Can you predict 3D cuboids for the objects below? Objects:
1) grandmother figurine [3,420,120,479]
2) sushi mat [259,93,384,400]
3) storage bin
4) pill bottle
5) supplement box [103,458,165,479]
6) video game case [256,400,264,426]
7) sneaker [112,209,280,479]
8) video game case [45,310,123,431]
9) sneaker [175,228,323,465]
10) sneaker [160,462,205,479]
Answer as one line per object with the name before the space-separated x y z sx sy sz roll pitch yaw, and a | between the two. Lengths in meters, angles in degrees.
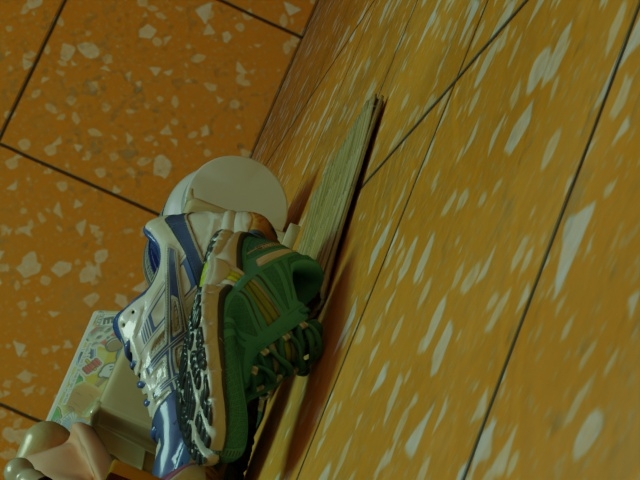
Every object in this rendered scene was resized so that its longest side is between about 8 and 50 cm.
grandmother figurine | -0.195 0.254 1.696 0.104 0.208 0.342 -65 26 0
sushi mat | 0.000 0.000 1.771 0.316 0.019 0.151 -73 10 -49
storage bin | -0.138 0.120 1.955 0.260 0.123 0.262 112 180 -69
pill bottle | -0.129 -0.004 2.311 0.264 0.153 0.153 129 164 -68
supplement box | -0.125 0.283 1.196 0.194 0.129 0.191 -81 16 -69
video game case | -0.077 0.175 1.788 0.166 0.015 0.119 -80 15 -67
sneaker | -0.121 0.113 1.634 0.112 0.131 0.296 70 -153 -61
video game case | -0.205 0.175 2.150 0.026 0.206 0.227 69 -149 -43
sneaker | -0.052 0.076 1.476 0.275 0.110 0.107 -80 2 -58
sneaker | -0.151 0.272 1.376 0.236 0.104 0.095 -39 2 -22
